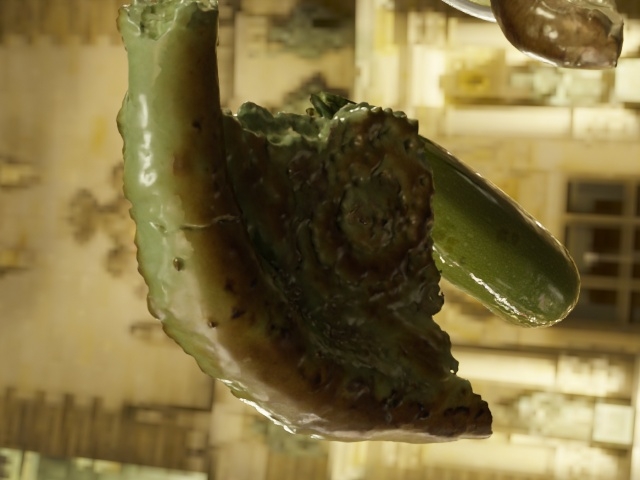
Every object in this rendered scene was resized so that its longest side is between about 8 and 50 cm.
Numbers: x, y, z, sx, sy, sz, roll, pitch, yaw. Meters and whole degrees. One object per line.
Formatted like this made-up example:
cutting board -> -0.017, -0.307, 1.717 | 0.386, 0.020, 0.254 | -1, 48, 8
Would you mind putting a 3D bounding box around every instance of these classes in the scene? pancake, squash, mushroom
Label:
pancake -> 0.003, 0.002, 1.065 | 0.197, 0.054, 0.376 | -56, -50, -16
squash -> 0.102, -0.016, 1.460 | 0.341, 0.094, 0.094 | 37, -121, -39
mushroom -> 0.176, -0.195, 1.416 | 0.209, 0.094, 0.072 | -96, 20, -47

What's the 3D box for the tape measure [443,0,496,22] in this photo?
tape measure -> 0.134, -0.275, 1.629 | 0.120, 0.236, 0.197 | -56, -22, -16
